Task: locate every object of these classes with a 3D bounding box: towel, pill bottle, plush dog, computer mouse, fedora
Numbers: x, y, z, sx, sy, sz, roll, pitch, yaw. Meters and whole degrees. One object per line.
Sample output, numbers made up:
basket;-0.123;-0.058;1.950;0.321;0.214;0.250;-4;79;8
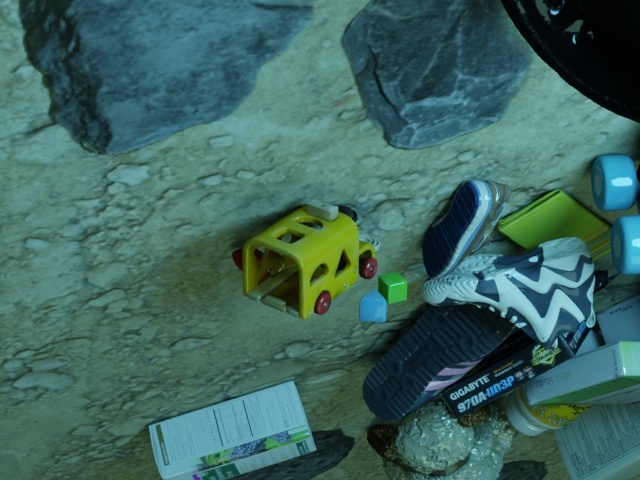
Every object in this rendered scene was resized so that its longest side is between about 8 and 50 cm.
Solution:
towel;0.335;-0.012;1.827;0.102;0.021;0.237;-34;148;21
pill bottle;0.402;0.245;2.225;0.117;0.118;0.208;1;147;-32
plush dog;0.211;0.368;2.293;0.262;0.211;0.225;-25;128;14
computer mouse;0.431;0.038;1.959;0.242;0.041;0.071;-32;168;11
fedora;0.292;-0.254;1.164;0.152;0.334;0.334;-45;156;-15

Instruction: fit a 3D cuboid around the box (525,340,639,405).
box;0.508;0.204;2.020;0.322;0.059;0.232;2;162;-29

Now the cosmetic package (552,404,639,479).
cosmetic package;0.591;0.334;2.455;0.113;0.160;0.309;10;142;-43

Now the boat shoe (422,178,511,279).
boat shoe;0.189;-0.009;1.692;0.066;0.066;0.183;-5;150;-26

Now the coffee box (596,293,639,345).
coffee box;0.577;0.164;2.197;0.141;0.098;0.246;-28;150;24

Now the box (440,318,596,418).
box;0.306;0.180;2.034;0.220;0.051;0.175;-33;180;28

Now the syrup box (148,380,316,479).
syrup box;-0.135;0.305;2.042;0.236;0.096;0.093;-18;153;-2

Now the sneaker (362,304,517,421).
sneaker;0.196;0.145;1.970;0.319;0.112;0.131;-41;169;33

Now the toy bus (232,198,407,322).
toy bus;-0.002;0.006;1.560;0.190;0.202;0.104;-5;120;-10

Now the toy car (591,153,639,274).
toy car;0.463;-0.094;1.581;0.219;0.210;0.238;-3;138;-3

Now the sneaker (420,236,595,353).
sneaker;0.264;0.094;1.797;0.235;0.094;0.153;-15;109;11
